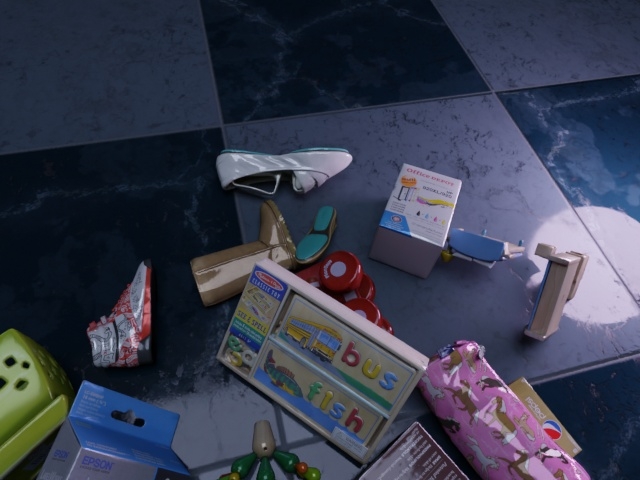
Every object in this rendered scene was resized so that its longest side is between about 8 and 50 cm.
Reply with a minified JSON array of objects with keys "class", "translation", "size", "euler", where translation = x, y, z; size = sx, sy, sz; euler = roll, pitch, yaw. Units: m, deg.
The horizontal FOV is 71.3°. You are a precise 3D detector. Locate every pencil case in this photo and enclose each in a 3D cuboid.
[{"class":"pencil case","translation":[0.370,0.396,0.937],"size":[0.160,0.167,0.386],"euler":[-19,60,-35]}]

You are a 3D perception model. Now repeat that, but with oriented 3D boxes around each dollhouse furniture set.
[{"class":"dollhouse furniture set","translation":[0.498,0.093,1.191],"size":[0.303,0.198,0.286],"euler":[22,15,38]}]

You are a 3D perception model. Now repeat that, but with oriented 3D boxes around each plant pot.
[{"class":"plant pot","translation":[-0.596,0.343,0.865],"size":[0.207,0.227,0.228],"euler":[39,62,11]}]

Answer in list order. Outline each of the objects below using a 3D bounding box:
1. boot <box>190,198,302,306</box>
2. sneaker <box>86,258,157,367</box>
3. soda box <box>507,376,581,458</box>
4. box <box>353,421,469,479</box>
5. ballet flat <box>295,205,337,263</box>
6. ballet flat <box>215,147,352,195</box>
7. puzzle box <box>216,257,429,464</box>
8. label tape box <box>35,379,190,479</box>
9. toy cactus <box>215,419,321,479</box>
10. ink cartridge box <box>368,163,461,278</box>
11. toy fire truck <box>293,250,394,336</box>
[{"class":"boot","translation":[-0.211,0.022,1.174],"size":[0.269,0.089,0.236],"euler":[-19,61,-14]},{"class":"sneaker","translation":[-0.469,0.168,1.058],"size":[0.144,0.090,0.270],"euler":[-5,61,-11]},{"class":"soda box","translation":[0.483,0.403,0.998],"size":[0.058,0.061,0.181],"euler":[-26,63,-18]},{"class":"box","translation":[0.181,0.496,0.852],"size":[0.167,0.168,0.203],"euler":[-34,66,-24]},{"class":"ballet flat","translation":[0.000,0.000,1.190],"size":[0.080,0.073,0.232],"euler":[4,41,23]},{"class":"ballet flat","translation":[-0.107,-0.194,1.310],"size":[0.400,0.139,0.139],"euler":[-1,57,0]},{"class":"puzzle box","translation":[-0.012,0.252,0.951],"size":[0.408,0.272,0.052],"euler":[30,20,15]},{"class":"label tape box","translation":[-0.370,0.451,0.795],"size":[0.105,0.240,0.334],"euler":[-14,49,36]},{"class":"toy cactus","translation":[-0.108,0.462,0.909],"size":[0.218,0.112,0.181],"euler":[-8,40,-6]},{"class":"ink cartridge box","translation":[0.256,-0.055,1.209],"size":[0.171,0.168,0.233],"euler":[20,57,9]},{"class":"toy fire truck","translation":[0.019,0.187,1.062],"size":[0.253,0.169,0.302],"euler":[-25,59,9]}]
